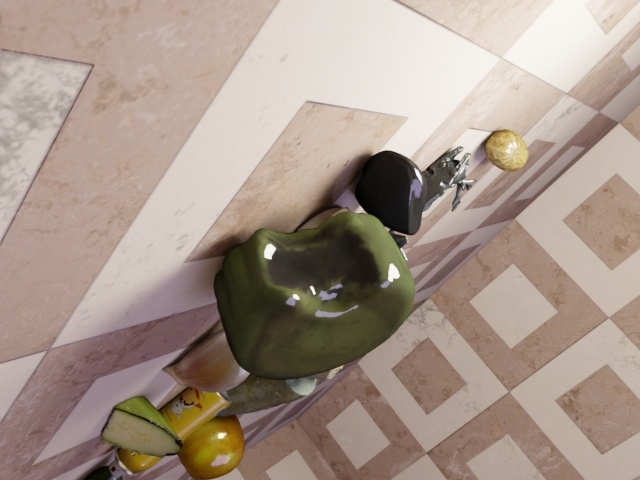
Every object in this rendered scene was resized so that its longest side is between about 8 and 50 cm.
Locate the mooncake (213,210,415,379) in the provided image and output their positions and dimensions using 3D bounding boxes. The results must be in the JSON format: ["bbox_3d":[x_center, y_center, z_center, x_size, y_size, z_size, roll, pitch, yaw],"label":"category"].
[{"bbox_3d":[-0.013,0.099,1.078,0.351,0.187,0.351,-17,145,-12],"label":"mooncake"}]

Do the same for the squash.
[{"bbox_3d":[-0.401,0.428,1.391,0.192,0.184,0.085,-52,-162,43],"label":"squash"}]

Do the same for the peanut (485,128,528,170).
[{"bbox_3d":[0.494,-0.229,1.566,0.095,0.108,0.226,-49,163,14],"label":"peanut"}]

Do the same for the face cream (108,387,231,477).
[{"bbox_3d":[-0.401,0.494,1.556,0.348,0.105,0.105,-38,163,-3],"label":"face cream"}]

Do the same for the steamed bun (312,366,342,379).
[{"bbox_3d":[0.021,0.222,1.581,0.275,0.206,0.320,-51,165,-13],"label":"steamed bun"}]

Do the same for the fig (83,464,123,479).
[{"bbox_3d":[-0.582,0.654,1.611,0.178,0.117,0.117,-60,160,7],"label":"fig"}]

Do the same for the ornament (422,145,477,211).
[{"bbox_3d":[0.302,-0.122,1.486,0.202,0.080,0.236,-45,163,7],"label":"ornament"}]

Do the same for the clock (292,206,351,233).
[{"bbox_3d":[0.000,0.000,1.209,0.155,0.063,0.229,-24,155,-33],"label":"clock"}]

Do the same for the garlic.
[{"bbox_3d":[-0.198,0.244,1.335,0.266,0.128,0.148,-47,163,8],"label":"garlic"}]

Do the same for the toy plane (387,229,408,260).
[{"bbox_3d":[0.141,0.023,1.318,0.212,0.088,0.267,-34,-169,-19],"label":"toy plane"}]

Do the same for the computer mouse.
[{"bbox_3d":[0.131,-0.074,1.150,0.086,0.137,0.270,-50,165,-13],"label":"computer mouse"}]

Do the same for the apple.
[{"bbox_3d":[-0.344,0.601,1.780,0.207,0.237,0.237,-13,152,-27],"label":"apple"}]

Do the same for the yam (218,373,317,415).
[{"bbox_3d":[-0.181,0.409,1.659,0.330,0.133,0.133,-19,168,15],"label":"yam"}]
